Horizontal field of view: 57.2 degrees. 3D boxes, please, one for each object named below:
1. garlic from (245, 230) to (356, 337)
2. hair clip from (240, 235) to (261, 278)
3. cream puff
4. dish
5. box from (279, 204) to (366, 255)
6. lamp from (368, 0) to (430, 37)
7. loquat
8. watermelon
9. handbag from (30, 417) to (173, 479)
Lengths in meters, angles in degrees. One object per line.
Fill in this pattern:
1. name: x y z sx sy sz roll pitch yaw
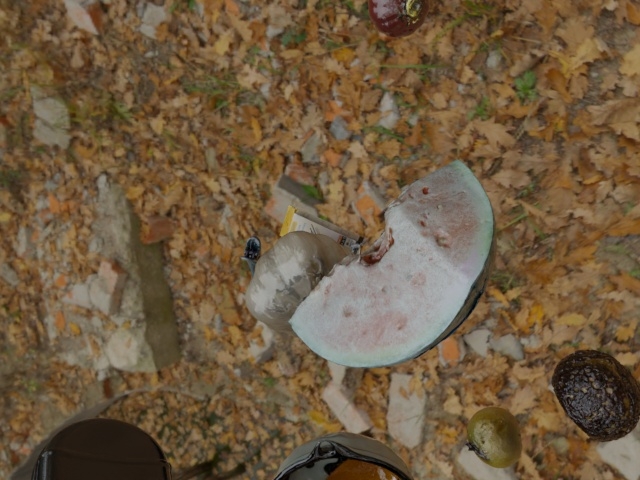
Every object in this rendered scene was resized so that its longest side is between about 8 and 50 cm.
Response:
1. garlic: -0.040 0.119 1.558 0.322 0.241 0.322 2 129 2
2. hair clip: -0.196 0.095 1.787 0.048 0.083 0.275 9 147 8
3. cream puff: 0.715 0.388 1.501 0.165 0.239 0.239 -47 70 33
4. dish: 0.039 0.439 1.060 0.303 0.120 0.303 1 117 2
5. box: 0.000 0.000 1.711 0.247 0.033 0.129 24 129 5
6. lamp: 0.120 -0.363 0.897 0.090 0.101 0.101 46 125 52
7. loquat: 0.517 0.572 1.720 0.149 0.204 0.172 -35 78 49
8. watermelon: 0.139 0.068 0.809 0.322 0.175 0.188 -47 56 18
9. handbag: -0.381 0.448 1.050 0.093 0.254 0.308 -64 30 21
